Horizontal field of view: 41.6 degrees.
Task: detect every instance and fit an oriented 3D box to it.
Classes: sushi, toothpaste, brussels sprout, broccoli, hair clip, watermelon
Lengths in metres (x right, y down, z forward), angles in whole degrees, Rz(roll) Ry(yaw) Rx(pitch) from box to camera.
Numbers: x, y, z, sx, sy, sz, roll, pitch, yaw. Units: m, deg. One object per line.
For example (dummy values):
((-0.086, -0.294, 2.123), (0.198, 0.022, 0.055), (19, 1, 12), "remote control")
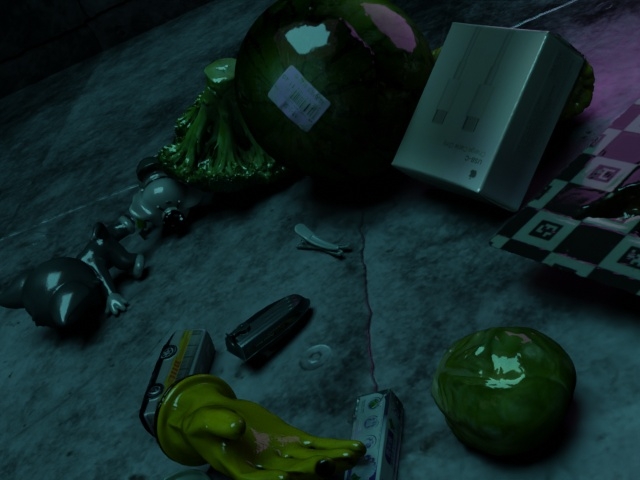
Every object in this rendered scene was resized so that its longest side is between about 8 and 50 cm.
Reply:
((0.449, -0.036, 1.019), (0.359, 0.064, 0.343), (-41, 37, -22), "sushi")
((0.057, 0.250, 0.931), (0.047, 0.040, 0.196), (-19, 32, 24), "toothpaste")
((0.194, 0.152, 0.893), (0.155, 0.118, 0.155), (-14, 41, 12), "brussels sprout")
((-0.167, -0.210, 1.586), (0.269, 0.269, 0.254), (-14, 41, 23), "broccoli")
((-0.001, 0.001, 1.350), (0.115, 0.039, 0.030), (15, 57, 46), "hair clip")
((0.026, -0.264, 1.423), (0.363, 0.363, 0.363), (-20, 32, 13), "watermelon")

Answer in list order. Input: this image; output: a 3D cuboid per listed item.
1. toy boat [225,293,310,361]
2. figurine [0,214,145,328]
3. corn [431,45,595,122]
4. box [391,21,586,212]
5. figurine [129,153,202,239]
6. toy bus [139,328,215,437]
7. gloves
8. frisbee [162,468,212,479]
((-0.069, 0.121, 1.209), (0.141, 0.060, 0.055), (-36, 31, -26), "toy boat")
((-0.415, 0.059, 1.507), (0.193, 0.140, 0.265), (25, 72, 34), "figurine")
((0.305, -0.276, 1.425), (0.131, 0.131, 0.344), (-40, 33, -18), "corn")
((0.246, -0.190, 1.263), (0.203, 0.106, 0.252), (27, 95, 52), "box")
((-0.307, -0.088, 1.649), (0.147, 0.126, 0.192), (-21, 46, -6), "figurine")
((-0.200, 0.199, 1.198), (0.072, 0.057, 0.172), (-9, 35, 13), "toy bus")
((-0.067, 0.224, 0.948), (0.133, 0.116, 0.294), (-20, 11, -36), "gloves")
((-0.177, 0.327, 1.029), (0.110, 0.014, 0.110), (-21, 31, 14), "frisbee")
